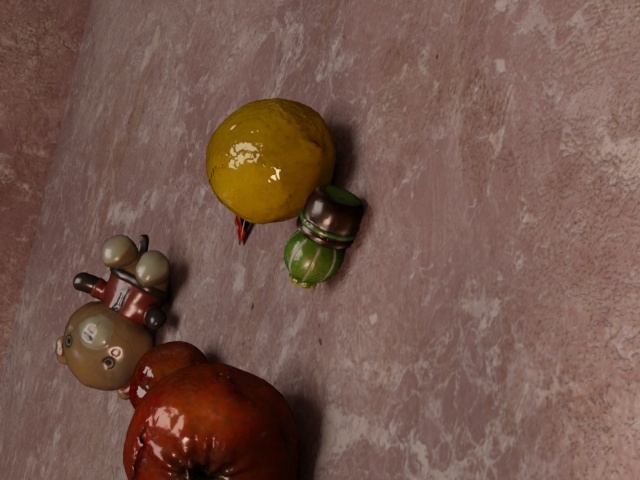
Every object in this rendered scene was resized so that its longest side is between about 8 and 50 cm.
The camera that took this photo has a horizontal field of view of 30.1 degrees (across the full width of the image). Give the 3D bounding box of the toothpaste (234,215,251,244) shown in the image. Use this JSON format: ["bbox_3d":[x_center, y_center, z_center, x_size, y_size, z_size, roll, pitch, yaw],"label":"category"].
[{"bbox_3d":[-0.122,-0.082,2.163,0.071,0.045,0.193,-104,32,-45],"label":"toothpaste"}]

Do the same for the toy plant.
[{"bbox_3d":[0.000,0.000,1.814,0.162,0.093,0.093,-65,28,22],"label":"toy plant"}]

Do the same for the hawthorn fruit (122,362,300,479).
[{"bbox_3d":[-0.171,0.309,1.830,0.307,0.276,0.276,-132,60,-74],"label":"hawthorn fruit"}]

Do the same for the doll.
[{"bbox_3d":[-0.416,0.153,2.479,0.330,0.235,0.174,-64,-16,5],"label":"doll"}]

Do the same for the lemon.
[{"bbox_3d":[-0.081,-0.129,1.929,0.260,0.204,0.204,-11,67,53],"label":"lemon"}]

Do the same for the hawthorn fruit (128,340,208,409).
[{"bbox_3d":[-0.270,0.251,2.190,0.203,0.163,0.162,-98,29,-72],"label":"hawthorn fruit"}]
